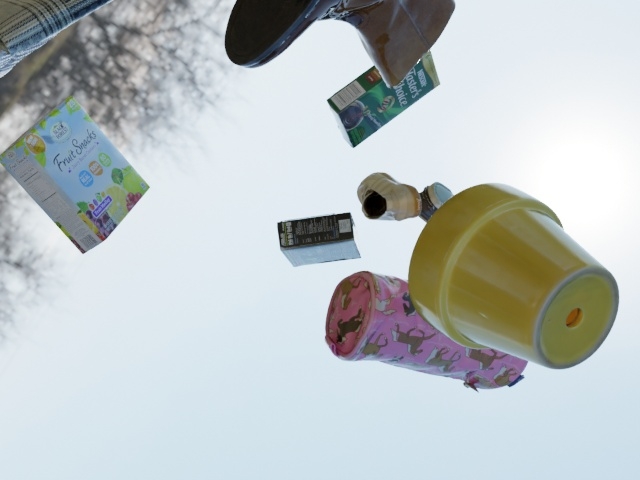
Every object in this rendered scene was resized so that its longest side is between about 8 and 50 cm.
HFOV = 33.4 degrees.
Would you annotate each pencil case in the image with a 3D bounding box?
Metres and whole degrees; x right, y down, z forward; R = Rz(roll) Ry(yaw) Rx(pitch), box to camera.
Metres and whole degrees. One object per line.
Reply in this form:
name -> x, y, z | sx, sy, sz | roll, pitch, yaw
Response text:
pencil case -> 0.192, 0.164, 1.904 | 0.160, 0.386, 0.167 | -25, -125, 52

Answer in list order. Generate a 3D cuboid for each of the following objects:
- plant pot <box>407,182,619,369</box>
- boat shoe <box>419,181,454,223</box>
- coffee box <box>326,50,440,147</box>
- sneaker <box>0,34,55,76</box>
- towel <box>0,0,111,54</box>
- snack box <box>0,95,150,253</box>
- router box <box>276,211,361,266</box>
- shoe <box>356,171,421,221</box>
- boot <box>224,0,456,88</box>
plant pot -> 0.299, 0.069, 1.582 | 0.254, 0.254, 0.239 | -55, -140, 0
boat shoe -> 0.265, -0.037, 2.112 | 0.069, 0.228, 0.081 | -29, -138, 30
coffee box -> 0.104, -0.239, 1.720 | 0.184, 0.113, 0.040 | -36, -120, -4
sneaker -> -0.531, -0.370, 1.701 | 0.321, 0.180, 0.124 | -22, -170, 40
towel -> -0.355, -0.363, 1.447 | 0.312, 0.056, 0.324 | -36, -145, -22
snack box -> -0.399, -0.109, 1.749 | 0.070, 0.207, 0.174 | -31, -161, 32
router box -> 0.000, 0.000, 1.336 | 0.122, 0.092, 0.038 | 63, 19, -77
shoe -> 0.100, -0.073, 1.804 | 0.058, 0.076, 0.219 | -14, -170, -17
boot -> 0.031, -0.266, 1.304 | 0.096, 0.280, 0.264 | 32, -94, 31
